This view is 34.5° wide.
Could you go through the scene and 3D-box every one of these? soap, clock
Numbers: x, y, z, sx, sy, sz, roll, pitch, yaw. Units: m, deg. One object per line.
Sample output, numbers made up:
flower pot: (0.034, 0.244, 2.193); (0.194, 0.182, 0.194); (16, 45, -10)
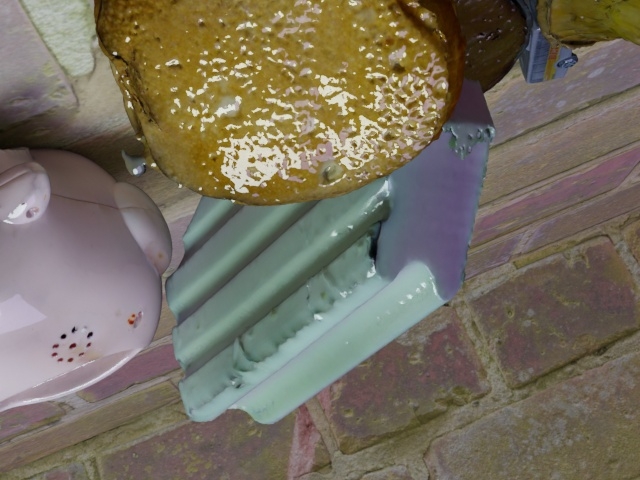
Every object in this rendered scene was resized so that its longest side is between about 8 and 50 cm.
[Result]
soap: (0.000, 0.000, 1.134); (0.156, 0.261, 0.446); (12, 142, -35)
clock: (-0.351, 0.051, 1.152); (0.368, 0.250, 0.376); (-24, 164, 0)

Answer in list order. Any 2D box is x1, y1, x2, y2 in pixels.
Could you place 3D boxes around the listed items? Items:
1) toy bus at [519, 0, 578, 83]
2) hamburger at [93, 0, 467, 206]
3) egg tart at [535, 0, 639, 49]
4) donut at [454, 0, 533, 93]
toy bus: (0.303, -0.273, 1.374); (0.075, 0.064, 0.190); (-13, 164, 7)
hamburger: (-0.039, -0.162, 0.867); (0.314, 0.289, 0.170); (-15, -159, 13)
egg tart: (0.435, -0.334, 1.115); (0.443, 0.178, 0.443); (-29, 162, -10)
donut: (0.102, -0.231, 1.170); (0.272, 0.107, 0.272); (-22, 158, -9)
